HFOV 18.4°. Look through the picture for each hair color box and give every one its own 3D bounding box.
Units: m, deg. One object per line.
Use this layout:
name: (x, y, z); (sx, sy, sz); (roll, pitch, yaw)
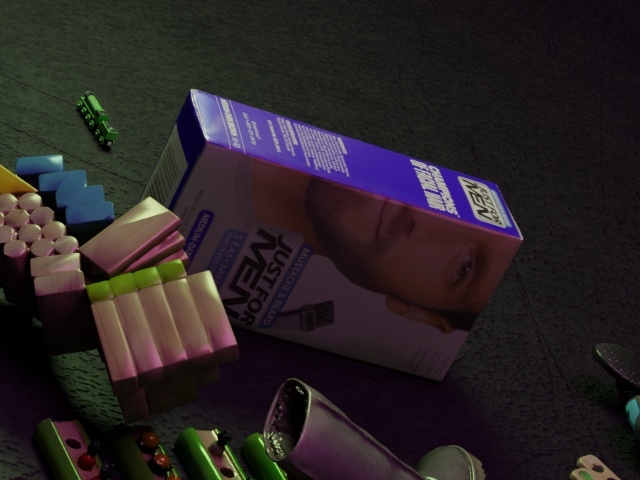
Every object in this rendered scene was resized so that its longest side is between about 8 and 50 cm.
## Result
hair color box: (0.000, 0.000, 1.892); (0.339, 0.185, 0.110); (15, 29, -23)

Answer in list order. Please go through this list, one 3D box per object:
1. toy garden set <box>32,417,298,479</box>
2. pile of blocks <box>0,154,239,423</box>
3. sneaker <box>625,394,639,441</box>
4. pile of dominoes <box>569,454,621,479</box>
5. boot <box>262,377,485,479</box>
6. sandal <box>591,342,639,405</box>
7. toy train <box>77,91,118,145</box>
toy garden set: (-0.082, 0.212, 1.577); (0.244, 0.049, 0.204); (8, 32, -36)
pile of blocks: (-0.203, 0.030, 1.690); (0.149, 0.112, 0.362); (-36, 57, -25)
sneaker: (0.477, 0.201, 2.039); (0.341, 0.140, 0.125); (18, 29, -17)
pile of dominoes: (0.303, 0.285, 1.831); (0.196, 0.040, 0.251); (33, 26, 10)
boot: (0.043, 0.186, 1.664); (0.208, 0.076, 0.189); (32, 16, -16)
sandal: (0.353, 0.166, 2.109); (0.179, 0.040, 0.067); (31, 27, -29)
toy train: (-0.235, -0.129, 2.084); (0.017, 0.024, 0.083); (7, 33, -36)
